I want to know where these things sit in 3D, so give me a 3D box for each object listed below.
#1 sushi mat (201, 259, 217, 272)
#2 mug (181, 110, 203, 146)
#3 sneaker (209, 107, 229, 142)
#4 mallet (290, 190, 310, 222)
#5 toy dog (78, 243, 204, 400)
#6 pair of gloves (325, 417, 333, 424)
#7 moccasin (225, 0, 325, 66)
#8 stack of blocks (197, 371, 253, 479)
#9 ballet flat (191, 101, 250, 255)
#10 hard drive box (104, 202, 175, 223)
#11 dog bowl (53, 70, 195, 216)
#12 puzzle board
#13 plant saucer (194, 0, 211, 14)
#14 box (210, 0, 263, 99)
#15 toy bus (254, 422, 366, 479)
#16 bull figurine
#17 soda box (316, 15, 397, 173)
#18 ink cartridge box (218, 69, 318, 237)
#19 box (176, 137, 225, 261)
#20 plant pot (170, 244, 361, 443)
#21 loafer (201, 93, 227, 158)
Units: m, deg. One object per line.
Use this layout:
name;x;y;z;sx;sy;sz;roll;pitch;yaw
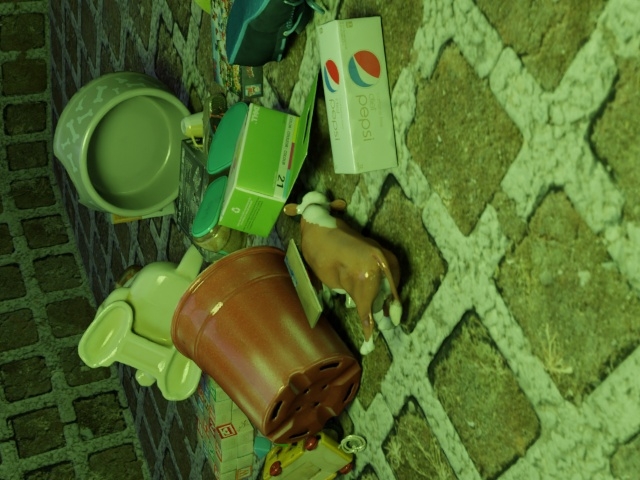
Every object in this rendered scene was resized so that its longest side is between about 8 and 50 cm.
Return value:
sushi mat;-0.291;-0.017;2.078;0.151;0.019;0.317;-17;85;66
mug;-0.278;-0.256;1.890;0.078;0.064;0.062;56;146;39
sneaker;-0.178;-0.161;1.723;0.087;0.083;0.221;126;135;-75
mallet;0.000;0.000;1.451;0.190;0.039;0.062;62;154;24
toy dog;-0.427;0.172;2.096;0.408;0.284;0.396;-171;97;-76
pair of gloves;0.003;0.319;1.608;0.074;0.010;0.083;-16;87;65
moccasin;-0.067;-0.388;1.333;0.342;0.116;0.138;150;119;-69
stack of blocks;-0.238;0.441;2.085;0.171;0.087;0.297;49;142;47
ballet flat;-0.155;-0.107;1.593;0.116;0.124;0.342;-22;45;32
hard drive box;-0.511;-0.176;2.286;0.089;0.181;0.232;15;115;62
dog bowl;-0.436;-0.213;1.944;0.102;0.348;0.349;29;127;44
puzzle board;-0.027;0.070;1.348;0.096;0.011;0.128;109;141;-67
plant saucer;-0.253;-0.593;1.711;0.188;0.045;0.188;67;153;23
box;-0.163;-0.405;1.603;0.159;0.044;0.233;40;135;54
toy bus;-0.014;0.392;1.557;0.104;0.202;0.191;-84;-8;-55
bull figurine;0.034;0.041;1.315;0.310;0.101;0.188;-140;37;-62
soda box;0.052;-0.206;1.195;0.069;0.073;0.216;10;110;64
ink cartridge box;-0.088;-0.154;1.408;0.255;0.097;0.189;119;162;-55
box;-0.268;-0.096;1.925;0.183;0.056;0.231;45;136;44
plant pot;-0.083;0.195;1.470;0.265;0.272;0.272;46;141;36
loafer;-0.228;-0.245;1.806;0.050;0.056;0.148;33;120;58
